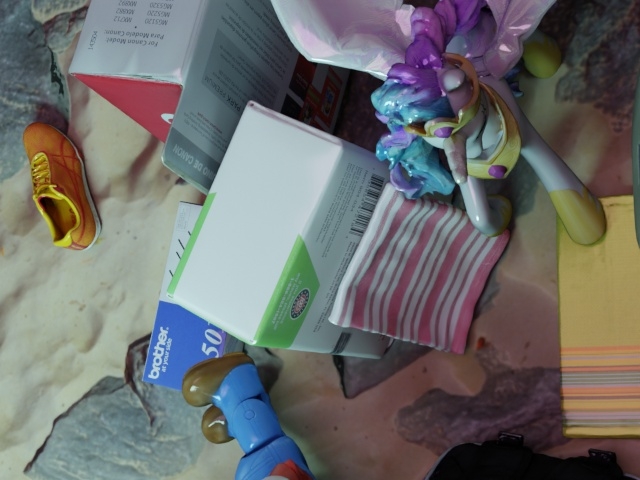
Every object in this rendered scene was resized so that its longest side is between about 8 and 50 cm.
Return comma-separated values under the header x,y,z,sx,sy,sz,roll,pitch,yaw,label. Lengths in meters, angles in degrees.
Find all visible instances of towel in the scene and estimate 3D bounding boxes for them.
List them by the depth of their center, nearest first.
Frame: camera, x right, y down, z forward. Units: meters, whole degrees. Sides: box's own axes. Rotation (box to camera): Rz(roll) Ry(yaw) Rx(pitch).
x,y,z,sx,sy,sz,roll,pitch,yaw,label
0.101,0.031,1.217,0.029,0.197,0.144,25,95,44,towel
0.284,0.074,1.225,0.102,0.021,0.237,-3,81,19,towel

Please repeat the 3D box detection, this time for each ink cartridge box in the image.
x,y,z,sx,sy,sz,roll,pitch,yaw,label
0.000,0.000,1.224,0.115,0.273,0.198,26,94,28,ink cartridge box
-0.100,-0.159,1.244,0.130,0.309,0.272,9,76,25,ink cartridge box
-0.127,0.066,1.399,0.097,0.046,0.207,11,88,27,ink cartridge box

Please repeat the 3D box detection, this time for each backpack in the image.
x,y,z,sx,sy,sz,roll,pitch,yaw,label
0.169,0.306,1.121,0.225,0.253,0.191,10,108,24,backpack

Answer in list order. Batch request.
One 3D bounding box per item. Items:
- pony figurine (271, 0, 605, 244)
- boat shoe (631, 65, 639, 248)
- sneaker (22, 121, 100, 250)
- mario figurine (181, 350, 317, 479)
x,y,z,sx,sy,sz,roll,pitch,yaw,label
0.134,-0.173,1.124,0.303,0.363,0.351,-17,70,21,pony figurine
0.344,-0.096,1.194,0.081,0.079,0.227,3,81,1,boat shoe
-0.314,-0.070,1.491,0.064,0.067,0.175,-35,69,19,sneaker
-0.057,0.267,1.237,0.170,0.198,0.320,-52,48,18,mario figurine
